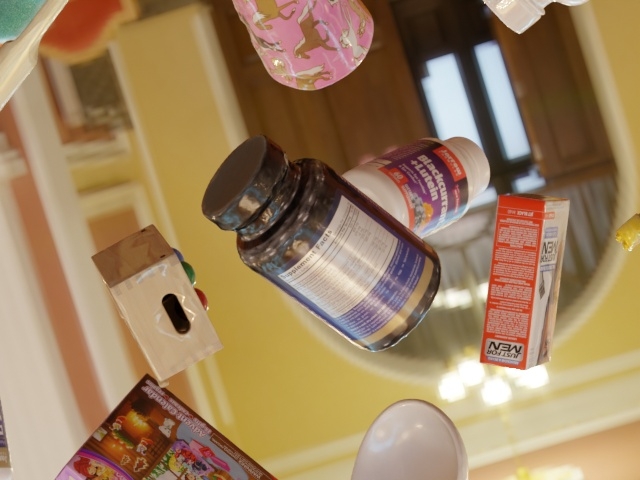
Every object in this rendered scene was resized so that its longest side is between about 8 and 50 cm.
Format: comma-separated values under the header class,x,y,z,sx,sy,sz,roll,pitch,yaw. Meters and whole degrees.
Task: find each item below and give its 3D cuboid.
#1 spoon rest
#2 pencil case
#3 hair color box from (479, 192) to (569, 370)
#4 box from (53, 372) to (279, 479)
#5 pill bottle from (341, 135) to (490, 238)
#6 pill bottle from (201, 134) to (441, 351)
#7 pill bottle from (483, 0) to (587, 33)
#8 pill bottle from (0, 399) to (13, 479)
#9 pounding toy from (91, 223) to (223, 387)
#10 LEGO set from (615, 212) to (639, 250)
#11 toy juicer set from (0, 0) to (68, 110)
class,x,y,z,sx,sy,sz,roll,pitch,yaw
spoon rest,0.065,0.286,1.536,0.084,0.276,0.137,8,-170,-42
pencil case,-0.061,-0.361,1.992,0.160,0.386,0.167,-36,-131,-4
hair color box,0.203,0.039,1.598,0.053,0.167,0.093,9,-174,22
box,-0.152,0.315,1.921,0.057,0.293,0.201,-51,180,38
pill bottle,0.111,-0.058,1.887,0.108,0.108,0.193,-14,-171,45
pill bottle,0.000,0.000,1.520,0.123,0.219,0.123,-41,-154,25
pill bottle,0.336,-0.420,2.033,0.334,0.188,0.188,-39,177,17
pill bottle,-0.416,0.249,1.866,0.112,0.187,0.112,-12,168,-3
pounding toy,-0.180,0.078,1.856,0.094,0.181,0.206,-29,-158,-8
LEGO set,0.308,-0.015,1.382,0.093,0.087,0.227,-38,161,-1
toy juicer set,-0.275,-0.187,1.326,0.209,0.089,0.329,-55,-161,3
